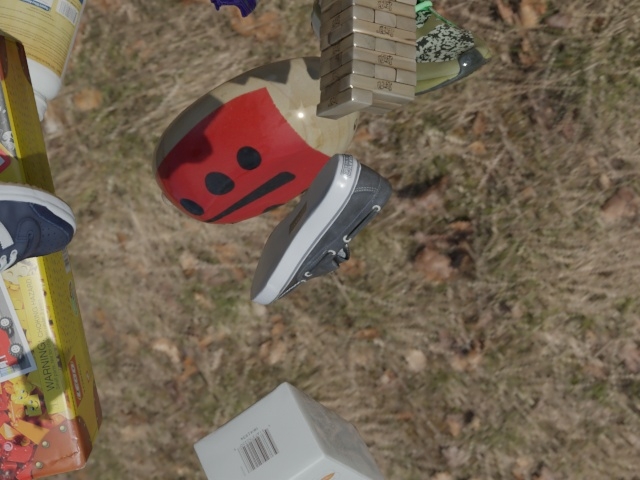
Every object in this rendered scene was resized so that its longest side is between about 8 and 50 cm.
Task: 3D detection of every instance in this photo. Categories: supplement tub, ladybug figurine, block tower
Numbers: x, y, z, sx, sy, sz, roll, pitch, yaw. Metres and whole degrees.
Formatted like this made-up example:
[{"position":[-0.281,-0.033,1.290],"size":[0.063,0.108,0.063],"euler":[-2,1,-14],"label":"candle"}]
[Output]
[{"position":[-0.412,-0.276,1.419],"size":[0.144,0.144,0.200],"euler":[-1,72,46],"label":"supplement tub"},{"position":[-0.115,-0.159,1.879],"size":[0.449,0.305,0.162],"euler":[-31,59,29],"label":"ladybug figurine"},{"position":[0.059,-0.315,1.271],"size":[0.091,0.097,0.335],"euler":[-15,70,62],"label":"block tower"}]

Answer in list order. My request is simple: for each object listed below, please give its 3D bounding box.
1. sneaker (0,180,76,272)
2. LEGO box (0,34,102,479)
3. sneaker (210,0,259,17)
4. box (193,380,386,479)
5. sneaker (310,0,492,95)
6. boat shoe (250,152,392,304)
[{"position":[-0.325,0.028,0.918],"size":[0.099,0.282,0.153],"euler":[-37,64,30],"label":"sneaker"},{"position":[-0.494,0.038,1.209],"size":[0.193,0.372,0.500],"euler":[-135,34,-81],"label":"LEGO box"},{"position":[-0.196,-0.473,1.945],"size":[0.170,0.068,0.071],"euler":[27,102,-17],"label":"sneaker"},{"position":[-0.045,0.432,1.960],"size":[0.168,0.215,0.345],"euler":[59,-172,33],"label":"box"},{"position":[0.084,-0.332,1.471],"size":[0.410,0.158,0.182],"euler":[42,158,50],"label":"sneaker"},{"position":[0.000,0.000,1.073],"size":[0.076,0.080,0.228],"euler":[22,132,-17],"label":"boat shoe"}]
